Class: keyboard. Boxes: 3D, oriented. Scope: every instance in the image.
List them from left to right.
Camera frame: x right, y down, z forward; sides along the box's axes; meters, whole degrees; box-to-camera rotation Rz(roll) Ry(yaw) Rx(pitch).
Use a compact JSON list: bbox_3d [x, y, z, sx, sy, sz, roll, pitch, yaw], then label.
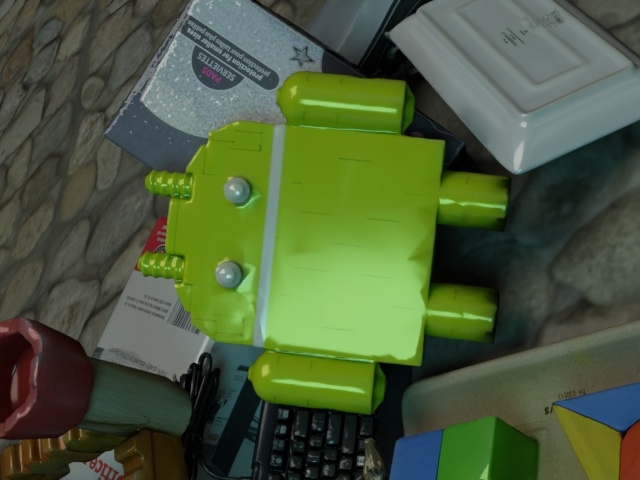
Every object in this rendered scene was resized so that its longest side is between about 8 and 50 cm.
[{"bbox_3d":[-0.038,0.187,0.856,0.201,0.033,0.317,1,59,12],"label":"keyboard"}]

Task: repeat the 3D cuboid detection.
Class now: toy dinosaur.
[{"bbox_3d":[0.012,0.221,0.761,0.053,0.093,0.183,24,70,17],"label":"toy dinosaur"}]

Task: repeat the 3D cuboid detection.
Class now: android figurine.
[{"bbox_3d":[0.000,0.000,0.815,0.056,0.272,0.248,-13,-69,-84],"label":"android figurine"}]

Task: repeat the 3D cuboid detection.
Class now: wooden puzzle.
[{"bbox_3d":[0.136,0.215,0.653,0.322,0.080,0.348,-23,48,43],"label":"wooden puzzle"}]

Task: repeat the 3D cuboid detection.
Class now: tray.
[{"bbox_3d":[0.161,-0.155,0.889,0.145,0.030,0.270,-24,37,-4],"label":"tray"}]

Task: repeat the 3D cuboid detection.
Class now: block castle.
[{"bbox_3d":[-0.237,0.311,0.756,0.303,0.212,0.453,-31,56,32],"label":"block castle"}]

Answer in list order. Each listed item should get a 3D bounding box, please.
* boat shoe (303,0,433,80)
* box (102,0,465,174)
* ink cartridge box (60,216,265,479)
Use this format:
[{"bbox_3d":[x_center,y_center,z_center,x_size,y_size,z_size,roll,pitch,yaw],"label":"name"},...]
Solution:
[{"bbox_3d":[0.054,-0.198,1.059,0.306,0.105,0.113,-59,28,-10],"label":"boat shoe"},{"bbox_3d":[-0.022,-0.083,0.913,0.163,0.247,0.142,-56,-5,7],"label":"box"},{"bbox_3d":[-0.127,0.130,1.037,0.197,0.114,0.273,11,73,55],"label":"ink cartridge box"}]
